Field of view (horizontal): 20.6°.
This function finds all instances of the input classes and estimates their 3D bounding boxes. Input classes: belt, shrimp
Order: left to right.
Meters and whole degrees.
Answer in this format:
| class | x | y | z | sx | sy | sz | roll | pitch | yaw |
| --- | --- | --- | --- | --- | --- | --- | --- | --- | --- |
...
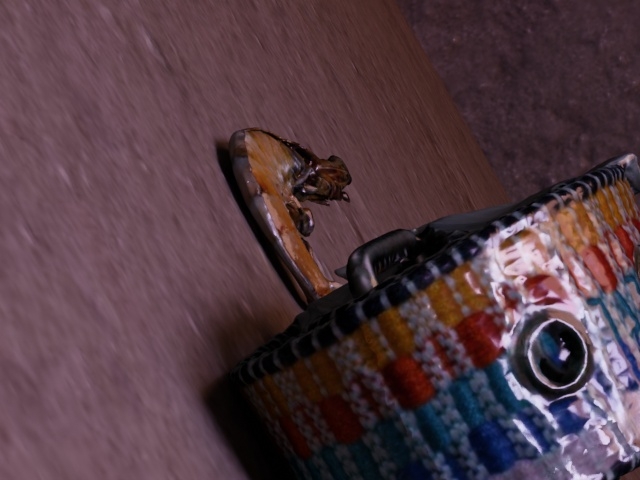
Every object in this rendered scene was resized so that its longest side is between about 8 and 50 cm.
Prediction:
| class | x | y | z | sx | sy | sz | roll | pitch | yaw |
| --- | --- | --- | --- | --- | --- | --- | --- | --- | --- |
| shrimp | 0.003 | -0.002 | 1.110 | 0.148 | 0.035 | 0.195 | 59 | 17 | 12 |
| belt | 0.076 | 0.057 | 0.831 | 0.150 | 0.207 | 0.257 | 62 | 18 | 1 |
